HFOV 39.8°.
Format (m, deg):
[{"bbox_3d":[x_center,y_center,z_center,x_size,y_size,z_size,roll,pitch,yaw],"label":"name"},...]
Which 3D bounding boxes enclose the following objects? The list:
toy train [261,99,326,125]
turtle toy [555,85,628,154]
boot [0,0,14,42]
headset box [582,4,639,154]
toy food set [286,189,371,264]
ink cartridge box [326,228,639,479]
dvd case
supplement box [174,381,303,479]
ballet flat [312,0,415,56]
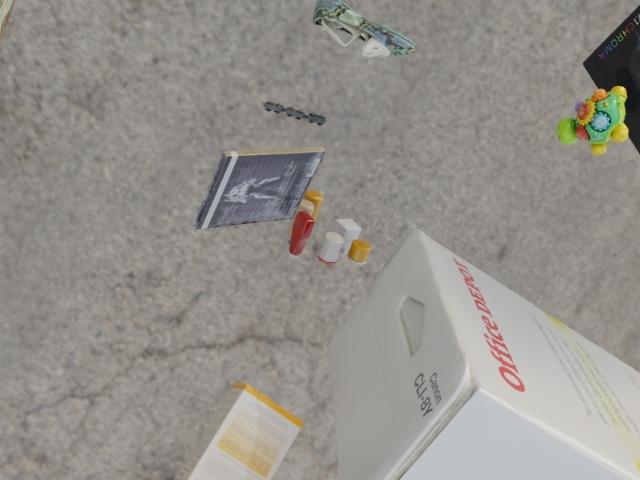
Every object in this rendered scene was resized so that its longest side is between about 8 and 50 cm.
[{"bbox_3d":[-0.062,-0.305,2.104,0.036,0.158,0.027,-59,165,-71],"label":"toy train"},{"bbox_3d":[0.428,-0.188,1.397,0.066,0.130,0.095,15,65,-20],"label":"turtle toy"},{"bbox_3d":[-0.512,-0.358,1.225,0.165,0.077,0.213,7,134,-31],"label":"boot"},{"bbox_3d":[0.634,-0.275,1.522,0.131,0.283,0.246,3,144,-37],"label":"headset box"},{"bbox_3d":[0.000,0.000,1.776,0.111,0.232,0.105,-4,125,-38],"label":"toy food set"},{"bbox_3d":[0.204,0.191,0.774,0.384,0.279,0.160,32,108,-15],"label":"ink cartridge box"},{"bbox_3d":[-0.107,-0.094,1.566,0.221,0.018,0.164,-8,138,-42],"label":"dvd case"},{"bbox_3d":[-0.067,0.175,0.727,0.062,0.036,0.098,38,71,-15],"label":"supplement box"},{"bbox_3d":[0.070,-0.352,1.523,0.070,0.188,0.070,-59,175,-9],"label":"ballet flat"}]
